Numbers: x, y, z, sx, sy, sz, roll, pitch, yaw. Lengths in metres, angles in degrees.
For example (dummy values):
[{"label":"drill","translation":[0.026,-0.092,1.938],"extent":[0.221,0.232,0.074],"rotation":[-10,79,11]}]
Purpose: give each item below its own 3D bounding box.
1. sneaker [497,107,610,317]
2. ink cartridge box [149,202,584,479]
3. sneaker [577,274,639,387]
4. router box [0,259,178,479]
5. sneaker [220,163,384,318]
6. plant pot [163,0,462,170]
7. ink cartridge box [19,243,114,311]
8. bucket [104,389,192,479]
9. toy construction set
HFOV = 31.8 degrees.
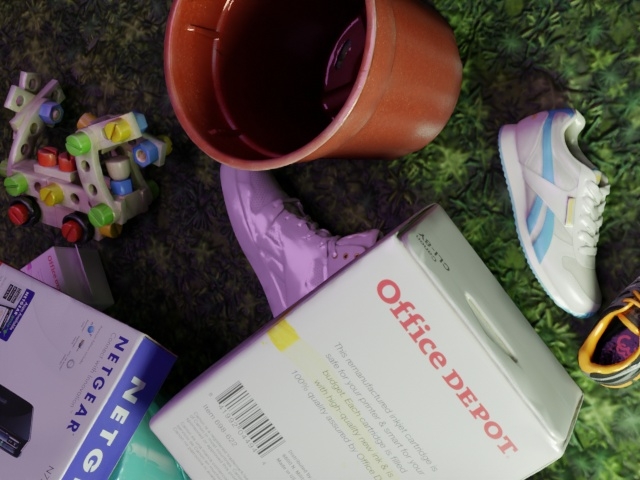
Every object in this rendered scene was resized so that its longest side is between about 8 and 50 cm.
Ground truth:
[{"label":"sneaker","translation":[0.262,-0.031,1.198],"extent":[0.092,0.087,0.228],"rotation":[-20,79,29]},{"label":"ink cartridge box","translation":[0.051,0.184,1.236],"extent":[0.385,0.160,0.279],"rotation":[-38,90,27]},{"label":"sneaker","translation":[0.342,0.068,1.141],"extent":[0.084,0.083,0.215],"rotation":[44,109,29]},{"label":"router box","translation":[-0.379,0.216,1.360],"extent":[0.301,0.082,0.335],"rotation":[21,75,32]},{"label":"sneaker","translation":[0.000,0.000,1.367],"extent":[0.169,0.108,0.292],"rotation":[-28,82,28]},{"label":"plant pot","translation":[0.014,-0.202,1.264],"extent":[0.272,0.265,0.272],"rotation":[-2,87,34]},{"label":"ink cartridge box","translation":[-0.372,0.073,1.613],"extent":[0.143,0.090,0.092],"rotation":[-30,72,28]},{"label":"bucket","translation":[-0.300,0.289,1.447],"extent":[0.281,0.183,0.281],"rotation":[-10,62,20]},{"label":"toy construction set","translation":[-0.351,-0.116,1.572],"extent":[0.328,0.151,0.215],"rotation":[26,127,40]}]
